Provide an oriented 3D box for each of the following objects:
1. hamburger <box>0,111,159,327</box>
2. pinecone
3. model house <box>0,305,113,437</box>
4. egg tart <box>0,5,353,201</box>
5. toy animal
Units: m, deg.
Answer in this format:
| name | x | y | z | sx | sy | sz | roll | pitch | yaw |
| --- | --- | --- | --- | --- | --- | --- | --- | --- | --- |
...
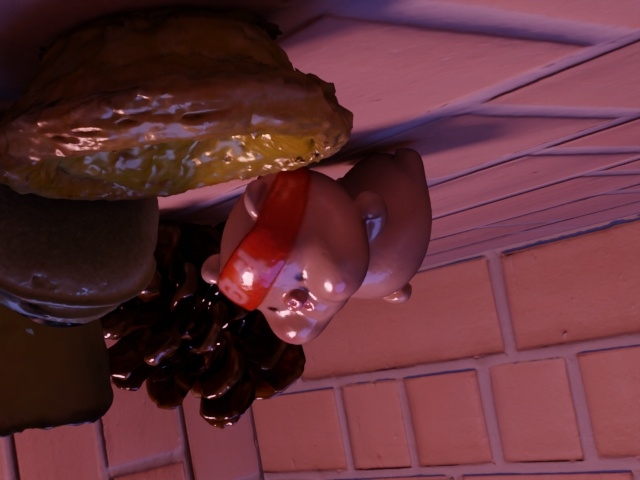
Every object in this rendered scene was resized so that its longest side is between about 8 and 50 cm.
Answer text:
| name | x | y | z | sx | sy | sz | roll | pitch | yaw |
| --- | --- | --- | --- | --- | --- | --- | --- | --- | --- |
| hamburger | -0.157 | -0.012 | 0.588 | 0.133 | 0.140 | 0.062 | 23 | 136 | -22 |
| pinecone | -0.141 | 0.087 | 1.144 | 0.244 | 0.244 | 0.309 | -13 | 162 | 25 |
| model house | -0.287 | 0.060 | 0.798 | 0.174 | 0.194 | 0.234 | -7 | 176 | -35 |
| egg tart | -0.079 | -0.066 | 0.506 | 0.191 | 0.074 | 0.191 | -10 | 175 | -1 |
| toy animal | 0.000 | 0.000 | 0.912 | 0.197 | 0.171 | 0.171 | -11 | 175 | -29 |
